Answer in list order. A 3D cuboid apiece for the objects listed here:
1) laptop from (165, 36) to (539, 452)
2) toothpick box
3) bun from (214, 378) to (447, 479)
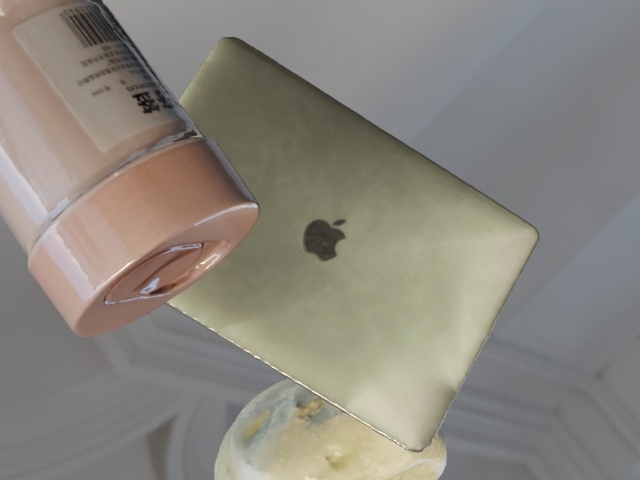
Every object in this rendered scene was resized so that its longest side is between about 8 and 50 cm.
[{"bbox_3d":[0.000,0.000,0.943,0.269,0.187,0.015,32,164,-4],"label":"laptop"},{"bbox_3d":[-0.108,-0.045,0.606,0.149,0.098,0.098,54,-164,11],"label":"toothpick box"},{"bbox_3d":[0.002,0.187,1.248,0.231,0.231,0.133,19,-133,-57],"label":"bun"}]
